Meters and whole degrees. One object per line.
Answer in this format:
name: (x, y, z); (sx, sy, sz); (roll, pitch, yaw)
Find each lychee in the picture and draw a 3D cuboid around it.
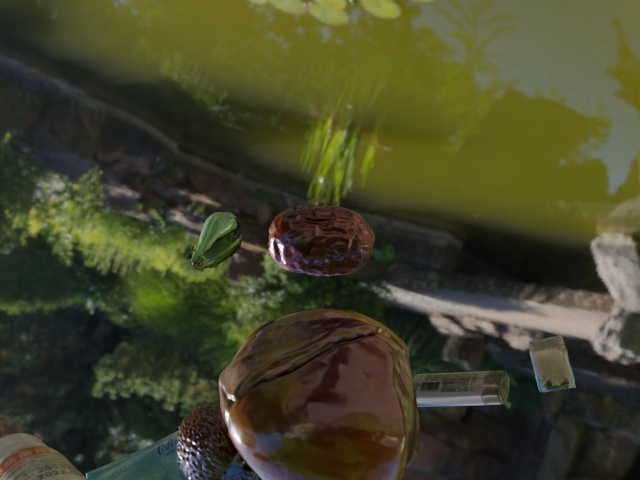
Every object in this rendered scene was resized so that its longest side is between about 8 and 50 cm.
lychee: (-0.181, 0.392, 1.616); (0.195, 0.194, 0.194); (17, 171, 3)

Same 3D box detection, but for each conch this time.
conch: (-0.234, 0.010, 1.940); (0.106, 0.170, 0.079); (38, 147, -12)

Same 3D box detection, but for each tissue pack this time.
tissue pack: (0.451, 0.240, 1.662); (0.074, 0.094, 0.058); (-15, -165, 20)
tissue pack: (-0.386, 0.562, 1.951); (0.263, 0.177, 0.089); (-23, 153, -8)

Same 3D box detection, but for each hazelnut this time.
hazelnut: (0.004, 0.291, 1.477); (0.373, 0.315, 0.372); (13, -148, -8)

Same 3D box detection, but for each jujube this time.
jujube: (0.000, 0.000, 2.038); (0.251, 0.174, 0.174); (9, 172, -5)

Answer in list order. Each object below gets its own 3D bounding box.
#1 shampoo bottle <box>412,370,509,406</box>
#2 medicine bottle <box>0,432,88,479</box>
shampoo bottle: (0.316, 0.341, 1.961); (0.228, 0.086, 0.055); (-9, 124, 31)
medicine bottle: (-0.443, 0.400, 1.334); (0.145, 0.144, 0.252); (24, 174, -34)
